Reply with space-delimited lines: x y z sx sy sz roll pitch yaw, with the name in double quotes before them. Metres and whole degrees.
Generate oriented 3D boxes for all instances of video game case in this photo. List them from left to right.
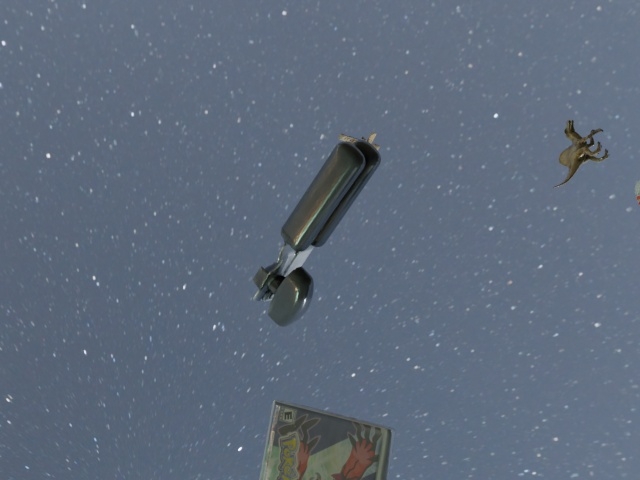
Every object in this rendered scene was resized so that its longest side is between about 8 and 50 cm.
"video game case" -0.003 0.322 0.876 0.183 0.023 0.202 4 -100 34

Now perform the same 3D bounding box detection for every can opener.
"can opener" 0.000 0.000 0.919 0.095 0.283 0.076 47 -147 19

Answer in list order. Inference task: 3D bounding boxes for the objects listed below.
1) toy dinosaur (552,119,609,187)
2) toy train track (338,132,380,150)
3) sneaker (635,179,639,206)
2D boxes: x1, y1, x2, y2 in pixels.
"toy dinosaur" 0.506 -0.163 1.330 0.053 0.092 0.183 44 -131 -31
"toy train track" 0.063 -0.166 1.143 0.083 0.048 0.014 11 -151 -35
"sneaker" 0.685 -0.074 1.351 0.158 0.061 0.065 46 -112 -12
